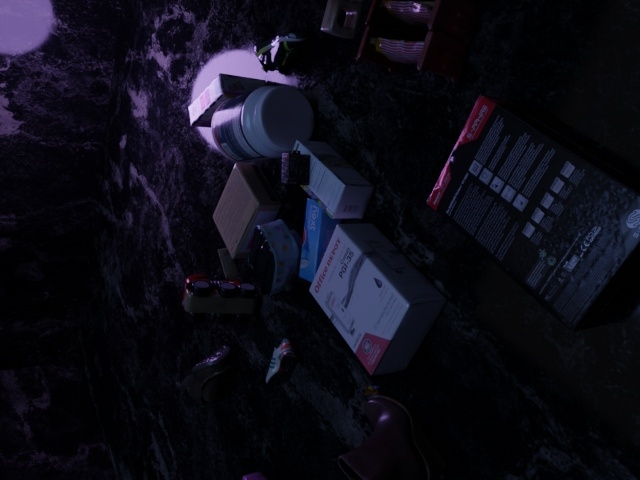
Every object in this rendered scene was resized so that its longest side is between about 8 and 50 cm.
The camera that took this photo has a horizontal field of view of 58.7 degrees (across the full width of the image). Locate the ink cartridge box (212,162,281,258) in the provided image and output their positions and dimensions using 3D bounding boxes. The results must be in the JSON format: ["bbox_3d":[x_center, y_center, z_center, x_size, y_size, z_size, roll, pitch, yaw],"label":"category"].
[{"bbox_3d":[-0.231,-0.090,1.749,0.193,0.088,0.234,58,133,32],"label":"ink cartridge box"}]

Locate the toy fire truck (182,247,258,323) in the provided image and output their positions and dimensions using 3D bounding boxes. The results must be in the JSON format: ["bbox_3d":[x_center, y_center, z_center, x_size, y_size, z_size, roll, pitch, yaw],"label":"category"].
[{"bbox_3d":[-0.326,0.134,1.797,0.246,0.217,0.158,-133,51,-60],"label":"toy fire truck"}]

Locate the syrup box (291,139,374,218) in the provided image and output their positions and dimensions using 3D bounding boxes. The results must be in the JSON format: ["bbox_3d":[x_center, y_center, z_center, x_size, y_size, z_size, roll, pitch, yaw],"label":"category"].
[{"bbox_3d":[0.019,-0.154,1.405,0.237,0.093,0.096,47,127,42],"label":"syrup box"}]

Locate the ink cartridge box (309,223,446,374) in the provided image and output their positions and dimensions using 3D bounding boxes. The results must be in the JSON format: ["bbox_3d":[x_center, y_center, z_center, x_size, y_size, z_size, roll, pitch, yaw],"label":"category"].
[{"bbox_3d":[0.114,0.122,1.265,0.283,0.117,0.207,50,129,40],"label":"ink cartridge box"}]

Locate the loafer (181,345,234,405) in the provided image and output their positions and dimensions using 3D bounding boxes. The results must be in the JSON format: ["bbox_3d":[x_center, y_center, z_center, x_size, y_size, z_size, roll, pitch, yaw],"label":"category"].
[{"bbox_3d":[-0.361,0.466,1.931,0.130,0.134,0.366,52,145,8],"label":"loafer"}]

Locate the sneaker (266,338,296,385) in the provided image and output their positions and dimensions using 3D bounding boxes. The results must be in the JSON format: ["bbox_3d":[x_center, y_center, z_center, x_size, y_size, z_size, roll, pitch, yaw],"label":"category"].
[{"bbox_3d":[-0.116,0.352,1.646,0.075,0.057,0.161,-107,35,-47],"label":"sneaker"}]

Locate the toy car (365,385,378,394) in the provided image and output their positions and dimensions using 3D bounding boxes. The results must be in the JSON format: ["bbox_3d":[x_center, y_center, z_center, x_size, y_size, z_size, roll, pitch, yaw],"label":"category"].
[{"bbox_3d":[0.124,0.298,1.341,0.041,0.060,0.121,-3,110,11],"label":"toy car"}]

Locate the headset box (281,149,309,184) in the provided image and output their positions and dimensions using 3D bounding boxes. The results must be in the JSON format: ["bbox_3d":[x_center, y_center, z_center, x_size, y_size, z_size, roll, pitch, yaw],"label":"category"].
[{"bbox_3d":[-0.060,-0.177,1.380,0.032,0.062,0.083,11,99,53],"label":"headset box"}]

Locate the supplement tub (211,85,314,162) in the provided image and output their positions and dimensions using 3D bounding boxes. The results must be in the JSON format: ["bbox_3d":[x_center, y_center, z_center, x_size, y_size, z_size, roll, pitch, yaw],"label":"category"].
[{"bbox_3d":[-0.162,-0.317,1.564,0.272,0.191,0.191,3,94,53],"label":"supplement tub"}]

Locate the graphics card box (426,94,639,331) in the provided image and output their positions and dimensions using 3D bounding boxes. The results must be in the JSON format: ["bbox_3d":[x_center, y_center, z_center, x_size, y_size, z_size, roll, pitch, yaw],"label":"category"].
[{"bbox_3d":[0.362,-0.058,0.946,0.371,0.094,0.232,50,128,41],"label":"graphics card box"}]

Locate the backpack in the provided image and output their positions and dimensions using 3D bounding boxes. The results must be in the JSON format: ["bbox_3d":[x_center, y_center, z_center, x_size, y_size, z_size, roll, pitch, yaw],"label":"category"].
[{"bbox_3d":[-0.115,0.039,1.540,0.188,0.145,0.165,93,152,-47],"label":"backpack"}]

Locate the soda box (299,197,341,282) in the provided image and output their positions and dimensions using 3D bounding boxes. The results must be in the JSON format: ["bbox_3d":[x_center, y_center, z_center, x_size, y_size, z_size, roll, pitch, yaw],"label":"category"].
[{"bbox_3d":[0.000,0.000,1.458,0.071,0.067,0.209,20,106,52],"label":"soda box"}]

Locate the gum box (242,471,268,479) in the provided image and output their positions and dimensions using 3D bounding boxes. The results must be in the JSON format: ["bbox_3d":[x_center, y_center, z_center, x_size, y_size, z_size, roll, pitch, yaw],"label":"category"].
[{"bbox_3d":[-0.196,0.828,1.747,0.107,0.062,0.188,19,106,52],"label":"gum box"}]

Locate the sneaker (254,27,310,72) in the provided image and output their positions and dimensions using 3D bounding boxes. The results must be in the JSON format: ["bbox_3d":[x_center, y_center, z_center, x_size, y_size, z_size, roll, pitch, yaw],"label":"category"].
[{"bbox_3d":[-0.097,-0.524,1.588,0.235,0.084,0.097,5,119,54],"label":"sneaker"}]

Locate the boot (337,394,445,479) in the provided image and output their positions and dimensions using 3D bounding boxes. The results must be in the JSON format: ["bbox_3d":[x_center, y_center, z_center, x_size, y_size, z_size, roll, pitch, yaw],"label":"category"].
[{"bbox_3d":[0.119,0.423,1.190,0.248,0.207,0.090,37,120,47],"label":"boot"}]

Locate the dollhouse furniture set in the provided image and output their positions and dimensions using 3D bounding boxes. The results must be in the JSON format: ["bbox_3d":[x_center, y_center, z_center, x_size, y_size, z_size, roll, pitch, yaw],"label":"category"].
[{"bbox_3d":[0.091,-0.424,1.072,0.201,0.374,0.152,31,111,51],"label":"dollhouse furniture set"}]

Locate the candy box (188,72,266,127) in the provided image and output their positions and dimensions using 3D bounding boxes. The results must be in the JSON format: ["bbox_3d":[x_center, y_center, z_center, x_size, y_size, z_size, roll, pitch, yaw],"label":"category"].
[{"bbox_3d":[-0.286,-0.422,1.756,0.233,0.159,0.071,-24,73,52],"label":"candy box"}]
